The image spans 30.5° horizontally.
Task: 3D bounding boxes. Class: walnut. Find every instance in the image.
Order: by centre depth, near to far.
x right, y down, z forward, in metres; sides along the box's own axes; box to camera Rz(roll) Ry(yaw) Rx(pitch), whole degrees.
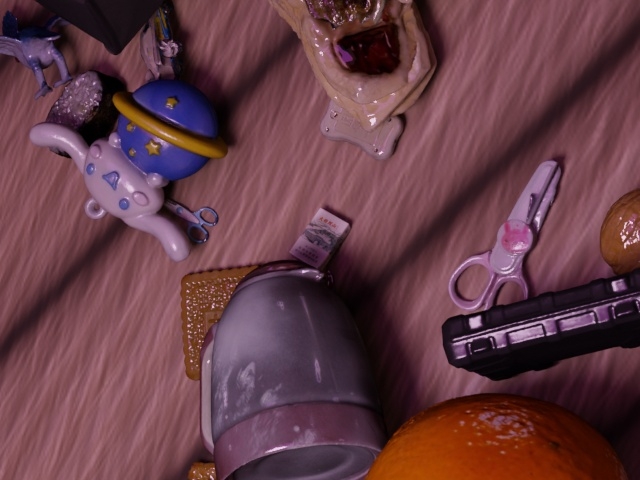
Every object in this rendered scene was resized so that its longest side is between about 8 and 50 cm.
[{"bbox_3d":[0.415,-0.008,1.526,0.105,0.105,0.124,41,113,21],"label":"walnut"}]

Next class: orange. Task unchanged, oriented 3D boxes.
[{"bbox_3d":[0.189,0.383,1.410,0.326,0.424,0.424,22,94,14],"label":"orange"}]

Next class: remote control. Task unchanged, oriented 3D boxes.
[{"bbox_3d":[0.060,-0.167,1.725,0.122,0.032,0.074,27,94,23],"label":"remote control"}]

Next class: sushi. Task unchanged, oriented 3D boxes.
[{"bbox_3d":[-0.381,-0.203,1.894,0.090,0.078,0.150,35,100,28],"label":"sushi"}]

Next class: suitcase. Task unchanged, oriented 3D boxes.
[{"bbox_3d":[0.316,0.110,1.497,0.285,0.206,0.066,-17,71,21],"label":"suitcase"}]

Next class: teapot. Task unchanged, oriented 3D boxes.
[{"bbox_3d":[-0.066,0.196,1.630,0.315,0.233,0.312,-35,51,38],"label":"teapot"}]

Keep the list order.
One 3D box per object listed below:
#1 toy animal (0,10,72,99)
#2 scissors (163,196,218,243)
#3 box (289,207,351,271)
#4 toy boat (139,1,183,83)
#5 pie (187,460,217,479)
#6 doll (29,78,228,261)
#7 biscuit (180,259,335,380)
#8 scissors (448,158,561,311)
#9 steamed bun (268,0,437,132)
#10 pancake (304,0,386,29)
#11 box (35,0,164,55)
[{"bbox_3d":[-0.472,-0.318,1.894,0.176,0.239,0.255,60,153,2],"label":"toy animal"},{"bbox_3d":[-0.215,-0.044,1.843,0.119,0.014,0.058,33,94,19],"label":"scissors"},{"bbox_3d":[0.000,0.000,1.728,0.054,0.024,0.083,30,78,24],"label":"box"},{"bbox_3d":[-0.258,-0.333,1.856,0.066,0.084,0.210,-9,64,-10],"label":"toy boat"},{"bbox_3d":[-0.120,0.364,1.757,0.170,0.034,0.092,-7,81,17],"label":"pie"},{"bbox_3d":[-0.286,-0.149,1.807,0.311,0.159,0.242,25,115,9],"label":"doll"},{"bbox_3d":[-0.096,0.122,1.770,0.254,0.029,0.172,-7,82,22],"label":"biscuit"},{"bbox_3d":[0.269,-0.001,1.621,0.118,0.030,0.242,27,100,23],"label":"scissors"},{"bbox_3d":[0.042,-0.388,1.671,0.247,0.189,0.428,-29,70,3],"label":"steamed bun"},{"bbox_3d":[0.033,-0.345,1.580,0.129,0.022,0.116,-2,95,31],"label":"pancake"},{"bbox_3d":[-0.305,-0.507,1.742,0.204,0.251,0.345,33,77,24],"label":"box"}]
